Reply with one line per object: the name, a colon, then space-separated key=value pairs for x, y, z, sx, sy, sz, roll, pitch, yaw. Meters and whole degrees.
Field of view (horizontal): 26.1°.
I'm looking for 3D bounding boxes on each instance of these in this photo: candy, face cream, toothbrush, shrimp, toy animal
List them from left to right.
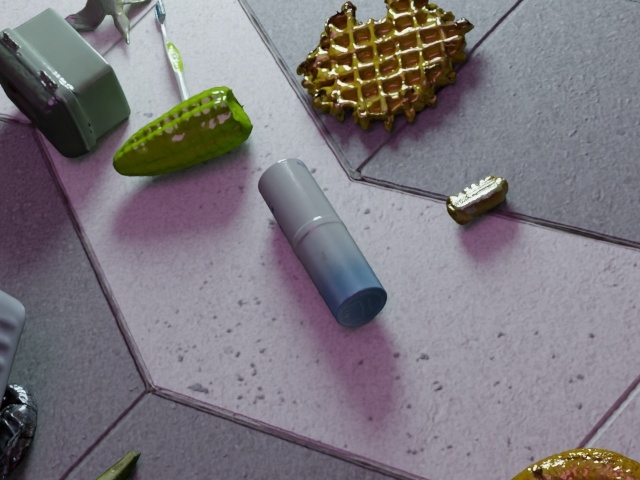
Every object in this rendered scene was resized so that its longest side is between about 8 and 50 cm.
shrimp: x=-0.413 y=0.262 z=1.831 sx=0.065 sy=0.056 sz=0.165 roll=5 pitch=51 yaw=4
toy animal: x=-0.338 y=-0.376 z=2.166 sx=0.219 sy=0.095 sz=0.155 roll=-27 pitch=51 yaw=3
toothbrush: x=-0.221 y=-0.267 z=2.103 sx=0.022 sy=0.026 sz=0.263 roll=-3 pitch=54 yaw=-21
candy: x=-0.203 y=-0.146 z=1.981 sx=0.209 sy=0.097 sz=0.096 roll=-24 pitch=55 yaw=8
face cream: x=0.000 y=0.000 z=1.830 sx=0.077 sy=0.077 sz=0.250 roll=-31 pitch=54 yaw=-1

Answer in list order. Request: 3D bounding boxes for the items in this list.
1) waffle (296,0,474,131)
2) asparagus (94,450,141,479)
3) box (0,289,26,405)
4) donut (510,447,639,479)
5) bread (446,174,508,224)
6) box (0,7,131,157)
waffle: x=0.088 y=-0.263 z=1.978 sx=0.229 sy=0.051 sz=0.231 roll=29 pitch=73 yaw=28
asparagus: x=-0.287 y=0.338 z=1.750 sx=0.045 sy=0.041 sz=0.178 roll=23 pitch=69 yaw=20
box: x=-0.478 y=0.197 z=1.820 sx=0.106 sy=0.264 sz=0.336 roll=21 pitch=60 yaw=-19
donut: x=0.287 y=0.345 z=1.510 sx=0.253 sy=0.118 sz=0.253 roll=-14 pitch=61 yaw=27
bread: x=0.208 y=-0.054 z=1.818 sx=0.088 sy=0.033 sz=0.049 roll=-31 pitch=41 yaw=-6
box: x=-0.393 y=-0.239 z=2.074 sx=0.129 sy=0.148 sz=0.210 roll=-37 pitch=57 yaw=-14
